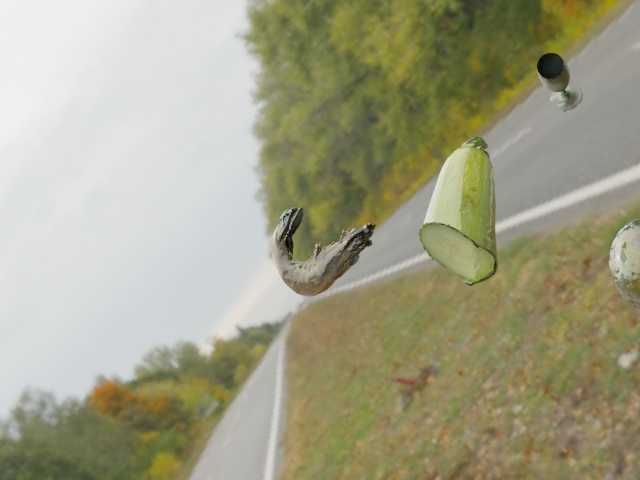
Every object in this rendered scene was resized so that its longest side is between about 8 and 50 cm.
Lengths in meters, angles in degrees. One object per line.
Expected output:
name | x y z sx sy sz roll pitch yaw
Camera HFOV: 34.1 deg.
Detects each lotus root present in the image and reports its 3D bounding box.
lotus root | 0.558 0.035 1.669 0.175 0.175 0.349 -50 -19 17

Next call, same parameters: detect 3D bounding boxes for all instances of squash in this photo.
squash | 0.229 -0.080 1.732 0.137 0.137 0.287 128 154 -53

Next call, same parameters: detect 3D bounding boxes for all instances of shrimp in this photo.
shrimp | 0.000 0.000 1.779 0.219 0.152 0.046 -36 -10 36

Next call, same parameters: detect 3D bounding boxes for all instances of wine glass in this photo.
wine glass | 0.462 -0.306 2.015 0.066 0.066 0.198 -50 -22 6
